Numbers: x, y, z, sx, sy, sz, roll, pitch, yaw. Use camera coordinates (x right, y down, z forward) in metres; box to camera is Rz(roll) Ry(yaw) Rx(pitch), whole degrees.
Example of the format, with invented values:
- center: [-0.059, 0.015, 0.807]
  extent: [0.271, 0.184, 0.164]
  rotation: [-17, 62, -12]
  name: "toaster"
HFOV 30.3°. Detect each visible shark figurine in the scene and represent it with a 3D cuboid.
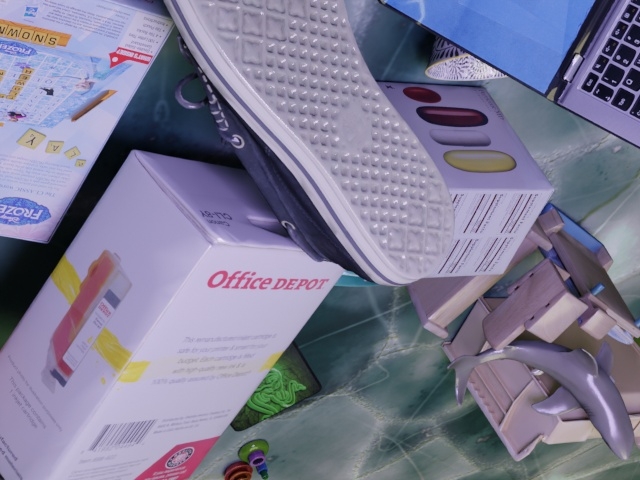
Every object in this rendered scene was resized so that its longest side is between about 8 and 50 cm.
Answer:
- center: [0.319, 0.172, 1.624]
  extent: [0.278, 0.166, 0.116]
  rotation: [20, 156, 3]
  name: "shark figurine"

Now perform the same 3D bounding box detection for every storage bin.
- center: [0.373, 0.211, 1.825]
  extent: [0.262, 0.260, 0.123]
  rotation: [2, 129, -32]
  name: "storage bin"

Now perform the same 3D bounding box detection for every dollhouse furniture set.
- center: [0.304, 0.102, 1.636]
  extent: [0.303, 0.286, 0.198]
  rotation: [31, 115, -35]
  name: "dollhouse furniture set"

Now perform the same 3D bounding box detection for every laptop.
- center: [0.345, -0.290, 1.138]
  extent: [0.382, 0.408, 0.236]
  rotation: [-61, 158, 10]
  name: "laptop"

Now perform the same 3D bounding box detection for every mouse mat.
- center: [-0.088, 0.214, 1.763]
  extent: [0.152, 0.007, 0.190]
  rotation: [-27, 143, 0]
  name: "mouse mat"

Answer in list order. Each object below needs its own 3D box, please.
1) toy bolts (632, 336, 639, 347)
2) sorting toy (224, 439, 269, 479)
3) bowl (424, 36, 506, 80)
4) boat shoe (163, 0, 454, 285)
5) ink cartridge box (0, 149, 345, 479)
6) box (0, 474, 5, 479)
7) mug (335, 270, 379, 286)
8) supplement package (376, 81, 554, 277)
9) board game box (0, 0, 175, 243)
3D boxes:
- center: [0.543, 0.244, 2.023]
  extent: [0.218, 0.158, 0.228]
  rotation: [-7, 139, -34]
  name: "toy bolts"
- center: [-0.110, 0.366, 1.892]
  extent: [0.061, 0.042, 0.102]
  rotation: [11, 128, -38]
  name: "sorting toy"
- center: [0.199, -0.236, 1.336]
  extent: [0.170, 0.080, 0.170]
  rotation: [-4, 177, 0]
  name: "bowl"
- center: [-0.045, -0.161, 1.154]
  extent: [0.187, 0.156, 0.500]
  rotation: [-47, 118, -29]
  name: "boat shoe"
- center: [-0.178, 0.102, 1.337]
  extent: [0.385, 0.160, 0.279]
  rotation: [-53, 152, 19]
  name: "ink cartridge box"
- center: [-0.410, 0.301, 1.487]
  extent: [0.076, 0.242, 0.307]
  rotation: [-26, 143, -2]
  name: "box"
- center: [0.008, 0.000, 1.482]
  extent: [0.157, 0.097, 0.129]
  rotation: [10, 170, -31]
  name: "mug"
- center: [0.126, -0.073, 1.408]
  extent: [0.203, 0.194, 0.149]
  rotation: [-2, 136, -30]
  name: "supplement package"
- center: [-0.352, -0.148, 1.150]
  extent: [0.318, 0.066, 0.318]
  rotation: [11, 128, -38]
  name: "board game box"
